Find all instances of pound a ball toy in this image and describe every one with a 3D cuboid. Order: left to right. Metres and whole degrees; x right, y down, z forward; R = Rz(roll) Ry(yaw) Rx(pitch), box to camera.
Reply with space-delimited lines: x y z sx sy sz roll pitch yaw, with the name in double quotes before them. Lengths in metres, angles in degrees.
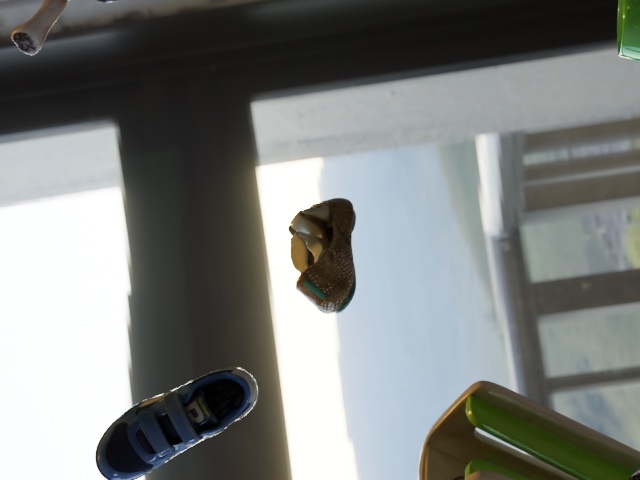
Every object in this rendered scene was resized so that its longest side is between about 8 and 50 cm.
"pound a ball toy" 0.206 0.280 1.320 0.135 0.319 0.208 -54 18 37

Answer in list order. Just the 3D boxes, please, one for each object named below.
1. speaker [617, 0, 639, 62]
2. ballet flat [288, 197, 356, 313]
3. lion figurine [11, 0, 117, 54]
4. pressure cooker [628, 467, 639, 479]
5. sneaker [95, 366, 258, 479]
"speaker" 0.510 -0.271 1.685 0.131 0.297 0.131 2 -90 -82
"ballet flat" 0.000 0.000 1.500 0.067 0.073 0.206 32 -158 -18
"lion figurine" -0.314 -0.302 1.446 0.240 0.392 0.142 -61 -39 -36
"pressure cooker" 0.401 0.183 0.931 0.420 0.370 0.375 -13 -60 -66
"sneaker" -0.113 0.141 1.108 0.053 0.144 0.059 59 167 0
